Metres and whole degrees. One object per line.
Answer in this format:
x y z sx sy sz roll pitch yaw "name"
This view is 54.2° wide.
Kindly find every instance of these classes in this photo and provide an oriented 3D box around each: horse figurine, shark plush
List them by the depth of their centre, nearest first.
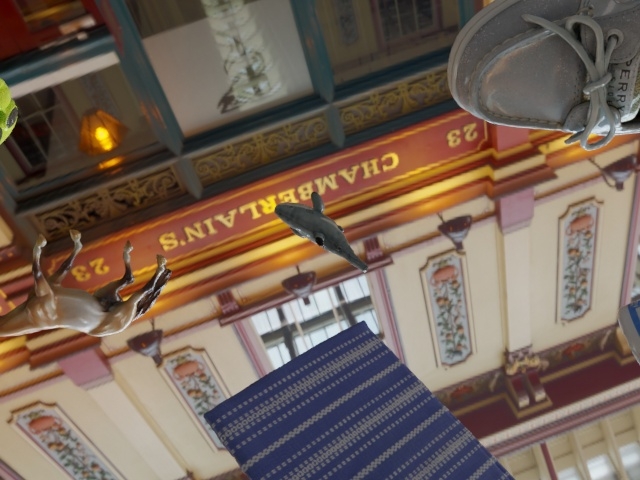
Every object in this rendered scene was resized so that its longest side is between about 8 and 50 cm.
-0.325 0.074 0.871 0.066 0.263 0.175 42 -70 40 "horse figurine"
0.000 0.000 0.939 0.073 0.067 0.161 -43 -98 19 "shark plush"

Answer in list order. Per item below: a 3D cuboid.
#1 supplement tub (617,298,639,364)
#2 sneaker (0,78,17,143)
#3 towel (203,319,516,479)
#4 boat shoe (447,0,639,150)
0.310 0.067 0.511 0.107 0.071 0.071 -32 -145 27 "supplement tub"
-0.490 -0.132 0.706 0.123 0.110 0.295 18 -145 30 "sneaker"
0.072 0.252 0.638 0.243 0.040 0.336 -24 -120 -40 "towel"
0.255 -0.128 0.443 0.320 0.118 0.103 -1 -141 3 "boat shoe"
